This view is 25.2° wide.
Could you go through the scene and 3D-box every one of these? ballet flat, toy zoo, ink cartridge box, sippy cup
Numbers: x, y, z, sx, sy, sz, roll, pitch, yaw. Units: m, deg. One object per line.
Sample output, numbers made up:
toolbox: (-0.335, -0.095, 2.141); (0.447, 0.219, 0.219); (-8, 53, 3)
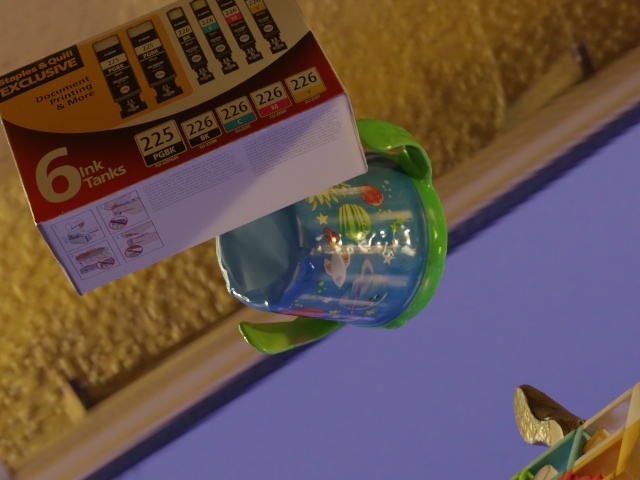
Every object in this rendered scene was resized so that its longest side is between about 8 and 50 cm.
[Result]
ballet flat: (0.342, 0.266, 2.118); (0.058, 0.084, 0.250); (-7, -174, -10)
toy zoo: (0.275, 0.259, 1.550); (0.293, 0.030, 0.192); (-43, -175, 29)
ink cartridge box: (-0.152, -0.136, 1.417); (0.309, 0.130, 0.272); (-24, -126, -4)
sippy cup: (0.000, 0.000, 1.780); (0.224, 0.305, 0.240); (-1, -175, -45)
